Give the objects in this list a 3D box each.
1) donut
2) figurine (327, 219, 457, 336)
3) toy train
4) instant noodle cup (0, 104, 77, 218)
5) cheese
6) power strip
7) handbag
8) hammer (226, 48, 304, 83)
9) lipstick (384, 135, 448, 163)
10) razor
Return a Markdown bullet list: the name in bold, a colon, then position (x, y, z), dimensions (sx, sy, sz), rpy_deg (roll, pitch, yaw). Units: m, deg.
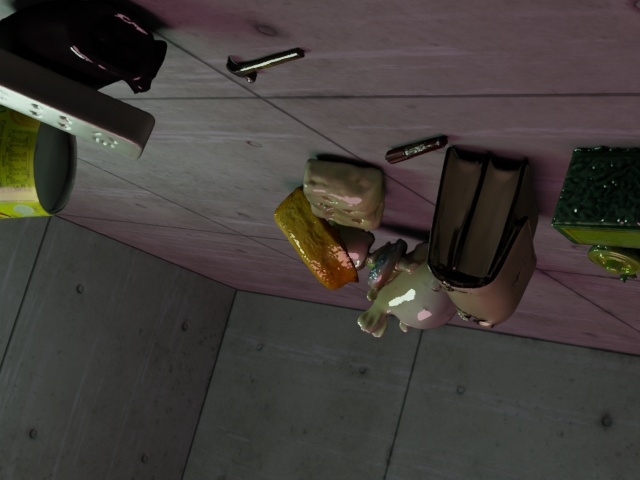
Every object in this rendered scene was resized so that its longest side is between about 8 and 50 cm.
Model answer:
- **donut**: position (-0.002, -0.002, 2.322), dimensions (0.253, 0.118, 0.253), rpy_deg (52, 177, 3)
- **figurine**: position (0.142, 0.075, 2.459), dimensions (0.394, 0.274, 0.226), rpy_deg (33, 168, 8)
- **toy train**: position (0.479, -0.040, 1.551), dimensions (0.272, 0.159, 0.188), rpy_deg (6, 159, 46)
- **instant noodle cup**: position (-0.655, -0.173, 2.213), dimensions (0.221, 0.311, 0.311), rpy_deg (5, 168, 8)
- **cheese**: position (0.047, -0.089, 2.103), dimensions (0.159, 0.093, 0.263), rpy_deg (15, 170, 10)
- **power strip**: position (-0.437, -0.227, 1.578), dimensions (0.385, 0.062, 0.091), rpy_deg (23, 163, -10)
- **handbag**: position (0.290, 0.008, 1.850), dimensions (0.160, 0.237, 0.358), rpy_deg (14, 170, 18)
- **hammer**: position (-0.082, -0.265, 1.567), dimensions (0.062, 0.017, 0.182), rpy_deg (22, 166, -32)
- **lipstick**: position (0.162, -0.153, 1.775), dimensions (0.027, 0.027, 0.176), rpy_deg (20, 167, -23)
- **razor**: position (-0.378, -0.289, 1.609), dimensions (0.189, 0.107, 0.327), rpy_deg (25, 166, -36)
